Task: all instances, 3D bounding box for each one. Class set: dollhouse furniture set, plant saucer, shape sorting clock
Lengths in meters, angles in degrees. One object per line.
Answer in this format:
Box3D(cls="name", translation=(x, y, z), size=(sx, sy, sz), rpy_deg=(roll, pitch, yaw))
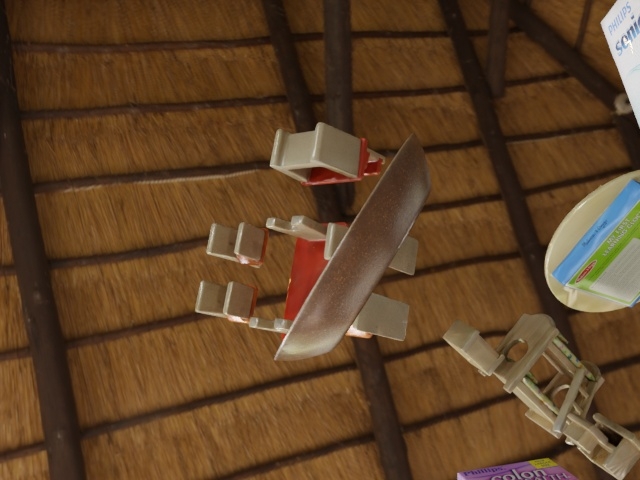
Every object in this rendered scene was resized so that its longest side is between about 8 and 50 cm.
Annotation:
Box3D(cls="dollhouse furniture set", translation=(0.000, 0.000, 0.813), size=(0.135, 0.262, 0.258), rpy_deg=(20, -105, -46))
Box3D(cls="plant saucer", translation=(0.032, 0.013, 0.501), size=(0.036, 0.198, 0.198), rpy_deg=(31, -84, 5))
Box3D(cls="shape sorting clock", translation=(0.362, 0.003, 0.783), size=(0.206, 0.040, 0.206), rpy_deg=(-9, -51, -11))
Box3D(cls="dollhouse furniture set", translation=(0.261, 0.145, 0.731), size=(0.182, 0.161, 0.101), rpy_deg=(43, -95, -24))

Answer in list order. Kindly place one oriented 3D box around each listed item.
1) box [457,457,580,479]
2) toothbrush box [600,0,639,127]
Box3D(cls="box", translation=(0.410, 0.527, 1.258), size=(0.214, 0.243, 0.117), rpy_deg=(-3, -85, -15))
Box3D(cls="toothbrush box", translation=(0.377, -0.091, 0.492), size=(0.217, 0.126, 0.295), rpy_deg=(-15, -100, 2))
